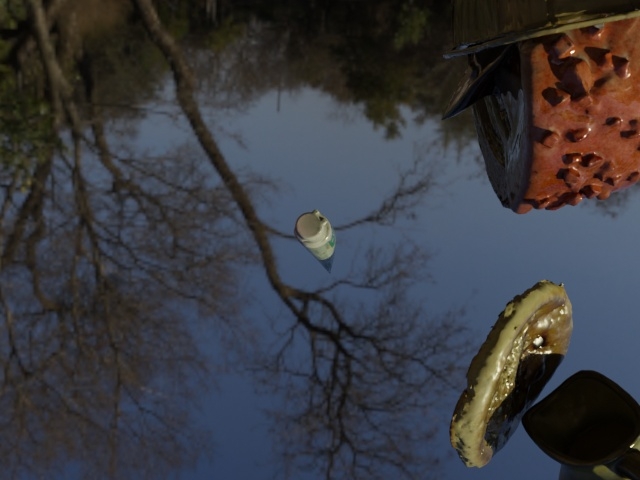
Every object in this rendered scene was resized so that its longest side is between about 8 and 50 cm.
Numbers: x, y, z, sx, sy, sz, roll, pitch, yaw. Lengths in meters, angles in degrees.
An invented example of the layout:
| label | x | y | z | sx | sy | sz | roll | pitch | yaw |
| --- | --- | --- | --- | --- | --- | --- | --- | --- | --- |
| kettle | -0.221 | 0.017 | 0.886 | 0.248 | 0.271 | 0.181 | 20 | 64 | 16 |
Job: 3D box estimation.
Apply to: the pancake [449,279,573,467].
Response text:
| label | x | y | z | sx | sy | sz | roll | pitch | yaw |
| --- | --- | --- | --- | --- | --- | --- | --- | --- | --- |
| pancake | 0.311 | 0.217 | 1.463 | 0.065 | 0.356 | 0.356 | 25 | -155 | 30 |

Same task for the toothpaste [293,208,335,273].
| label | x | y | z | sx | sy | sz | roll | pitch | yaw |
| --- | --- | --- | --- | --- | --- | --- | --- | --- | --- |
| toothpaste | 0.000 | 0.000 | 1.391 | 0.056 | 0.058 | 0.314 | 46 | 180 | 10 |

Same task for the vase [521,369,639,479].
| label | x | y | z | sx | sy | sz | roll | pitch | yaw |
| --- | --- | --- | --- | --- | --- | --- | --- | --- | --- |
| vase | 0.513 | 0.400 | 1.479 | 0.241 | 0.302 | 0.329 | -35 | -162 | -9 |

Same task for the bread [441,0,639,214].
| label | x | y | z | sx | sy | sz | roll | pitch | yaw |
| --- | --- | --- | --- | --- | --- | --- | --- | --- | --- |
| bread | 0.156 | -0.128 | 0.645 | 0.143 | 0.211 | 0.224 | -7 | -171 | -1 |
